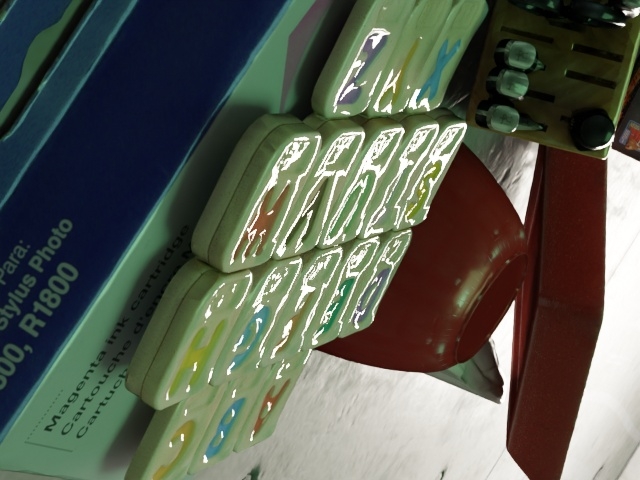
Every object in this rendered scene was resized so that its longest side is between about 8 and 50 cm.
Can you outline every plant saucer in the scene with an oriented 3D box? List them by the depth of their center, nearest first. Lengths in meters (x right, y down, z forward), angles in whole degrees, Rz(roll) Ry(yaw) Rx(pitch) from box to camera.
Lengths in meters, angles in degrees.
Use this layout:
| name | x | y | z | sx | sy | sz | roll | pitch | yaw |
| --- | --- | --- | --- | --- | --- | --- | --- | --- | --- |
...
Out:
| name | x | y | z | sx | sy | sz | roll | pitch | yaw |
| --- | --- | --- | --- | --- | --- | --- | --- | --- | --- |
| plant saucer | 0.184 | 0.032 | 1.364 | 0.258 | 0.047 | 0.259 | 93 | 4 | -51 |

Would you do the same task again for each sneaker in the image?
| name | x | y | z | sx | sy | sz | roll | pitch | yaw |
| --- | --- | --- | --- | --- | --- | --- | --- | --- | --- |
| sneaker | 0.119 | 0.070 | 1.385 | 0.094 | 0.080 | 0.212 | -67 | 161 | -8 |

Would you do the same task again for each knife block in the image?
| name | x | y | z | sx | sy | sz | roll | pitch | yaw |
| --- | --- | --- | --- | --- | --- | --- | --- | --- | --- |
| knife block | 0.136 | -0.088 | 1.037 | 0.276 | 0.088 | 0.242 | 98 | 10 | -50 |

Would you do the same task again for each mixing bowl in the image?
| name | x | y | z | sx | sy | sz | roll | pitch | yaw |
| --- | --- | --- | --- | --- | --- | --- | --- | --- | --- |
| mixing bowl | 0.077 | 0.020 | 1.162 | 0.181 | 0.098 | 0.181 | -49 | 159 | -26 |

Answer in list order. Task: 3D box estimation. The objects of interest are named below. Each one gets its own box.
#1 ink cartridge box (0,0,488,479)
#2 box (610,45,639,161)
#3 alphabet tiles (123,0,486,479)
| name | x | y | z | sx | sy | sz | roll | pitch | yaw |
| --- | --- | --- | --- | --- | --- | --- | --- | --- | --- |
| ink cartridge box | -0.056 | -0.037 | 0.803 | 0.324 | 0.071 | 0.330 | -57 | 162 | 0 |
| box | 0.291 | -0.178 | 1.360 | 0.159 | 0.044 | 0.233 | -68 | -176 | -79 |
| alphabet tiles | 0.000 | 0.000 | 0.857 | 0.278 | 0.021 | 0.284 | -63 | 164 | 15 |
